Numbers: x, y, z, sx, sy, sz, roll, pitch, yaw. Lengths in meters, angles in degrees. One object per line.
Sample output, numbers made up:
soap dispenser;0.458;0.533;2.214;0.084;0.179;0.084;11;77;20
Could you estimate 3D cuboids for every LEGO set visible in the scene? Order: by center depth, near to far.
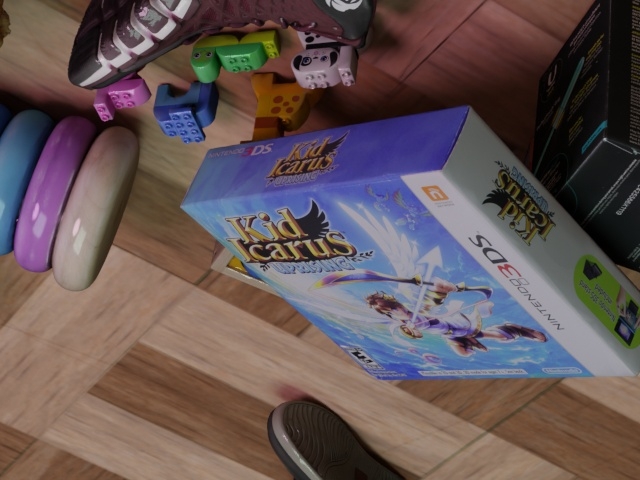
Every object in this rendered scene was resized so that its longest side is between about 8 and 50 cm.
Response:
LEGO set;-0.068;-0.101;1.358;0.227;0.093;0.087;-4;143;15

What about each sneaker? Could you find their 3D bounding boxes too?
sneaker;-0.053;-0.165;1.280;0.162;0.106;0.281;31;135;-27
sneaker;-0.011;0.244;1.759;0.118;0.083;0.222;-19;133;30

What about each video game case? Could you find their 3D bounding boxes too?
video game case;0.069;0.014;1.289;0.269;0.061;0.244;-6;139;46

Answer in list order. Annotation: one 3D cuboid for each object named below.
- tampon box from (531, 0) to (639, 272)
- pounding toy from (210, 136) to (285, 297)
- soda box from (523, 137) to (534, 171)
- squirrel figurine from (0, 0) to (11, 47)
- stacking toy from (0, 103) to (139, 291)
tampon box;0.224;-0.081;1.275;0.101;0.161;0.120;19;140;-11
pounding toy;0.000;0.000;1.460;0.141;0.100;0.130;23;138;-15
soda box;0.183;-0.001;1.456;0.063;0.058;0.183;10;140;-1
squirrel figurine;-0.398;-0.139;1.193;0.397;0.281;0.370;-13;107;-14
stacking toy;-0.321;-0.075;1.433;0.330;0.141;0.141;20;139;-1
